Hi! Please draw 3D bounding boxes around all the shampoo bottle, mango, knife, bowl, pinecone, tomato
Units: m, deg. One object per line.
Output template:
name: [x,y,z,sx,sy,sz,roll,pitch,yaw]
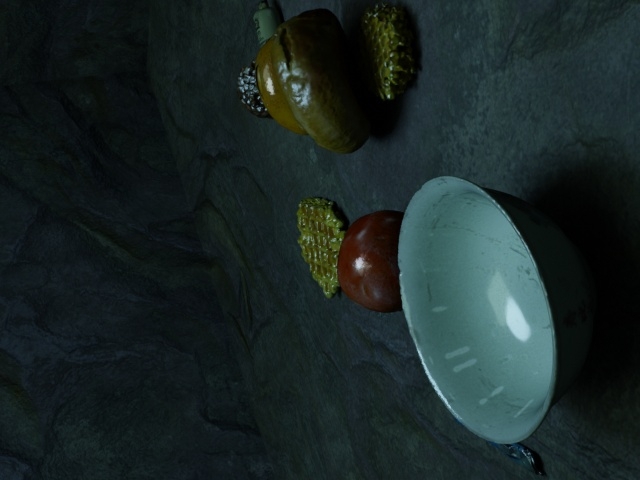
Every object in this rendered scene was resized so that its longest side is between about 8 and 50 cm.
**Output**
shampoo bottle: [-0.151,-0.626,2.192,0.079,0.079,0.162,152,105,-68]
mango: [-0.071,-0.413,1.969,0.160,0.190,0.291,-138,36,-68]
knife: [0.351,0.404,1.537,0.296,0.026,0.044,16,127,66]
bowl: [0.312,0.091,1.229,0.435,0.195,0.435,168,90,-68]
pinecone: [-0.139,-0.434,2.140,0.184,0.179,0.204,61,-153,-12]
tomato: [0.132,0.042,1.636,0.232,0.188,0.232,-166,90,-83]

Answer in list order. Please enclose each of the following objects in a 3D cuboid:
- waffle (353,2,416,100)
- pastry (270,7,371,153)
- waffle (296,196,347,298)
waffle: [0.137,-0.400,1.597,0.193,0.070,0.197,-146,51,-62]
pastry: [0.005,-0.354,1.696,0.356,0.163,0.356,-17,-90,-80]
waffle: [0.003,-0.001,2.169,0.307,0.060,0.312,100,148,-43]
